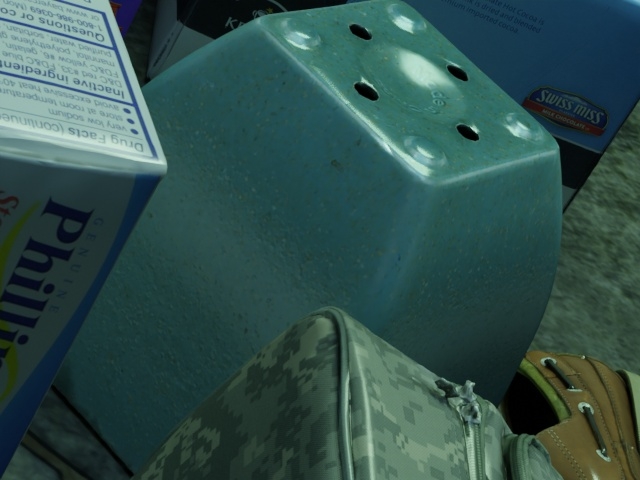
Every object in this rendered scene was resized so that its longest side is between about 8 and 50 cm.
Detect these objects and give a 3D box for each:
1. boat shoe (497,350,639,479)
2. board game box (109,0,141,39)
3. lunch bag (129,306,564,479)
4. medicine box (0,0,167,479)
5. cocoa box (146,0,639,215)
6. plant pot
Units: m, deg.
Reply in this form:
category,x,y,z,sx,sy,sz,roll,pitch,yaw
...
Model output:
category,x,y,z,sx,sy,sz,roll,pitch,yaw
boat shoe,0.158,0.172,1.231,0.104,0.111,0.307,21,22,-9
board game box,-0.245,-0.300,1.418,0.347,0.233,0.078,44,33,21
lunch bag,0.041,0.218,0.967,0.256,0.212,0.305,37,27,-25
medicine box,-0.223,-0.038,1.029,0.149,0.263,0.289,11,36,-29
cocoa box,0.071,-0.200,1.556,0.347,0.228,0.231,22,32,-16
plant pot,0.000,0.000,1.184,0.248,0.252,0.247,45,33,21
